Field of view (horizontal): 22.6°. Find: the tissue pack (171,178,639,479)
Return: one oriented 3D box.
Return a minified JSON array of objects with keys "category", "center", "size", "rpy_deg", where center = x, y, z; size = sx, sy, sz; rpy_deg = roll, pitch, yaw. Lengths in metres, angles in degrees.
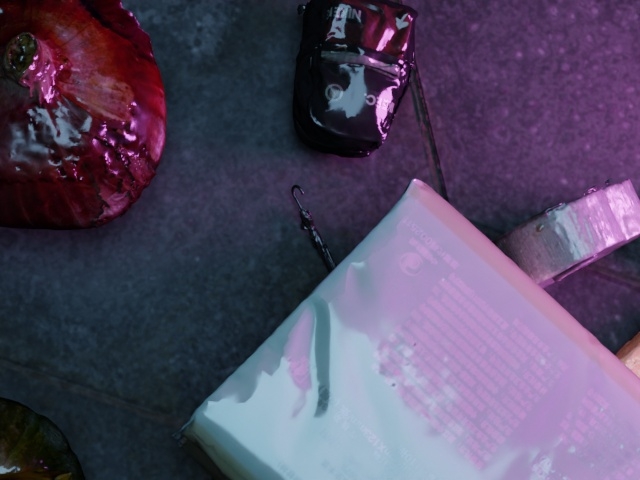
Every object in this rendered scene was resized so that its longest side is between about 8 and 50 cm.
[{"category":"tissue pack","center":[0.119,0.202,1.469],"size":[0.405,0.205,0.332],"rpy_deg":[44,76,2]}]

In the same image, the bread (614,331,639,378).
[{"category":"bread","center":[0.375,0.164,1.584],"size":[0.125,0.068,0.188],"rpy_deg":[-40,86,-14]}]

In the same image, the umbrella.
[{"category":"umbrella","center":[-0.002,0.001,1.596],"size":[0.013,0.022,0.122],"rpy_deg":[-26,93,-38]}]

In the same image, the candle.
[{"category":"candle","center":[0.230,0.003,1.566],"size":[0.168,0.192,0.068],"rpy_deg":[-30,82,31]}]

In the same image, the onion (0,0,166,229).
[{"category":"onion","center":[-0.259,-0.128,1.485],"size":[0.252,0.219,0.252],"rpy_deg":[2,73,-7]}]

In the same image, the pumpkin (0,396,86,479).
[{"category":"pumpkin","center":[-0.318,0.251,1.423],"size":[0.238,0.159,0.238],"rpy_deg":[0,84,-2]}]

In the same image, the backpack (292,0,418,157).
[{"category":"backpack","center":[0.035,-0.168,1.591],"size":[0.120,0.106,0.165],"rpy_deg":[7,74,-11]}]
